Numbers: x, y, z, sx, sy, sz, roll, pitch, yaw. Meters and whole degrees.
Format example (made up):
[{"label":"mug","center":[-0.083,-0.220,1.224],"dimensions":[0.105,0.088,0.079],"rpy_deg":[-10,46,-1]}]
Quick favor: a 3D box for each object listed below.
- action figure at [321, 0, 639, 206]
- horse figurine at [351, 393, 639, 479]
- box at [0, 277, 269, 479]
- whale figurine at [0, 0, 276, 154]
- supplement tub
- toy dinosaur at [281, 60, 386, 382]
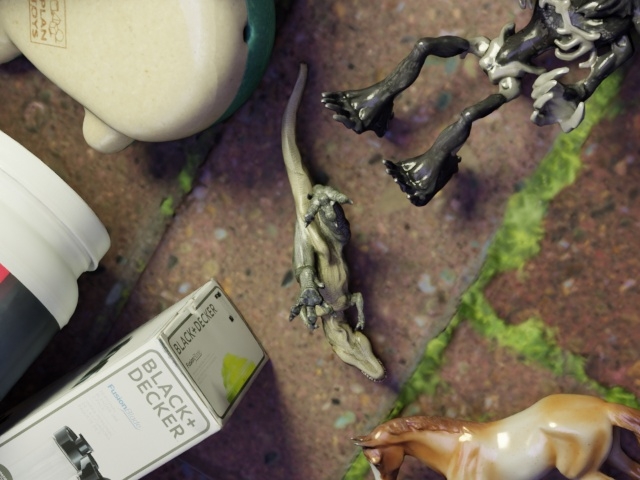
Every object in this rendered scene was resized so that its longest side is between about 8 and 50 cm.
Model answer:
[{"label":"action figure","center":[0.143,-0.144,1.020],"dimensions":[0.276,0.141,0.164],"rpy_deg":[-39,83,19]},{"label":"horse figurine","center":[0.178,0.191,1.136],"dimensions":[0.263,0.066,0.174],"rpy_deg":[-17,106,17]},{"label":"box","center":[-0.196,0.158,1.143],"dimensions":[0.290,0.169,0.087],"rpy_deg":[-33,96,16]},{"label":"whale figurine","center":[-0.154,-0.177,1.087],"dimensions":[0.272,0.141,0.216],"rpy_deg":[11,110,33]},{"label":"supplement tub","center":[-0.311,0.054,1.074],"dimensions":[0.191,0.191,0.272],"rpy_deg":[38,73,0]},{"label":"toy dinosaur","center":[0.000,0.000,1.092],"dimensions":[0.064,0.118,0.268],"rpy_deg":[-10,103,3]}]
